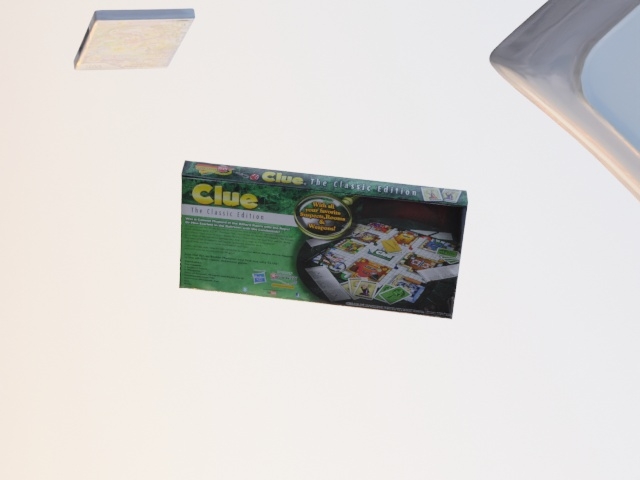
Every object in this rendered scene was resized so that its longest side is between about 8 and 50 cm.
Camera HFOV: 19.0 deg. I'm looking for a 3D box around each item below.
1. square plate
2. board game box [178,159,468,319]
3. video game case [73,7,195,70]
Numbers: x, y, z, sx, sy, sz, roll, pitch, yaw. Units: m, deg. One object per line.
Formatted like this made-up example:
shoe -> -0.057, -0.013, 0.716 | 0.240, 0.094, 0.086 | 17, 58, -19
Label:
square plate -> 0.386, -0.174, 1.750 | 0.344, 0.347, 0.049 | -42, -145, 15
board game box -> 0.000, 0.000, 1.754 | 0.030, 0.259, 0.136 | -81, 177, -50
video game case -> -0.164, -0.175, 1.673 | 0.122, 0.087, 0.011 | 136, -51, -68
